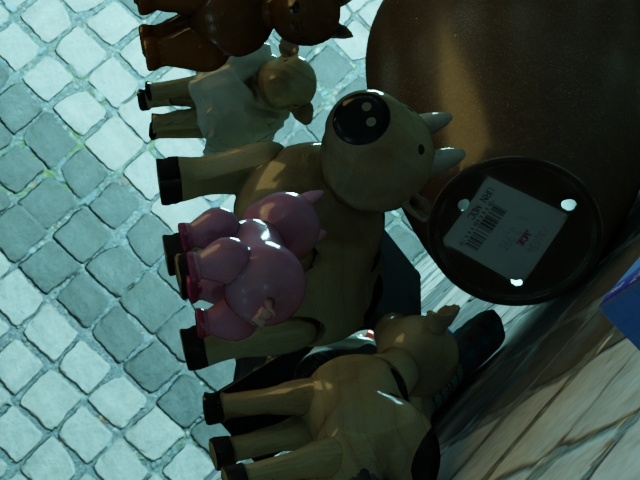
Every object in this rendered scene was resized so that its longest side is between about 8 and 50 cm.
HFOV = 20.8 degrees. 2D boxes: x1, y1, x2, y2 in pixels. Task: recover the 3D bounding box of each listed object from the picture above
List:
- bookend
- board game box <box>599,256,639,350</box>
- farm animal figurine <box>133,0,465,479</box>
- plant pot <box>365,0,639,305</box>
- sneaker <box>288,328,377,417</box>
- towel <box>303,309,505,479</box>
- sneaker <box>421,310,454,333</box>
[{"bbox_3d":[-0.002,0.076,1.386,0.156,0.072,0.157,-32,20,18],"label":"bookend"},{"bbox_3d":[0.199,-0.053,0.574,0.210,0.047,0.160,-44,-1,-28],"label":"board game box"},{"bbox_3d":[0.000,0.000,1.010,0.172,0.330,0.327,-9,-10,-8],"label":"farm animal figurine"},{"bbox_3d":[0.127,-0.063,1.145,0.215,0.215,0.230,-46,17,28],"label":"plant pot"},{"bbox_3d":[0.023,0.083,1.189,0.075,0.057,0.161,-49,-2,-26],"label":"sneaker"},{"bbox_3d":[-0.040,0.209,1.145,0.370,0.040,0.271,-43,-1,-33],"label":"towel"},{"bbox_3d":[0.045,0.085,1.492,0.081,0.090,0.232,-44,-1,-15],"label":"sneaker"}]
